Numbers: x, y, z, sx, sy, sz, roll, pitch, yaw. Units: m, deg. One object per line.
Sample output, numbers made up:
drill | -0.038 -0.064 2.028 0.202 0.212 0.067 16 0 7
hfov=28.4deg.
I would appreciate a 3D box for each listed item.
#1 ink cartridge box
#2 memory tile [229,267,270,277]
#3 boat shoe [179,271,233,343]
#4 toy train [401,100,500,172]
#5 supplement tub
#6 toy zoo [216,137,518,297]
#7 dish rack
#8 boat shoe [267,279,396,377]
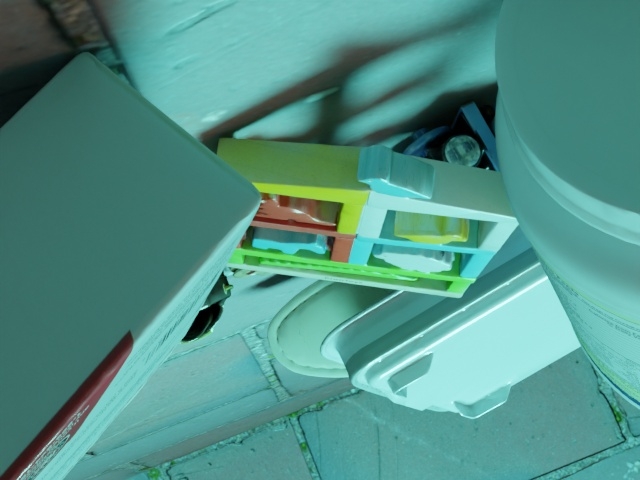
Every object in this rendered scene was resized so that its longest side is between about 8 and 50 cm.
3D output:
ink cartridge box | -0.154 0.054 0.663 0.197 0.114 0.273 -50 178 -22
memory tile | 0.000 0.000 1.136 0.148 0.012 0.113 -28 167 27
boat shoe | -0.116 0.048 1.002 0.081 0.069 0.228 -19 168 -14
toy train | 0.114 -0.052 0.964 0.105 0.080 0.184 -29 169 -10
supplement tub | 0.230 -0.036 0.710 0.235 0.235 0.325 -24 150 10
toy zoo | 0.026 -0.014 0.859 0.192 0.030 0.293 7 166 0
dish rack | 0.192 0.066 1.152 0.332 0.072 0.285 -32 154 18
boat shoe | 0.101 0.040 1.267 0.324 0.117 0.097 -24 -163 7
